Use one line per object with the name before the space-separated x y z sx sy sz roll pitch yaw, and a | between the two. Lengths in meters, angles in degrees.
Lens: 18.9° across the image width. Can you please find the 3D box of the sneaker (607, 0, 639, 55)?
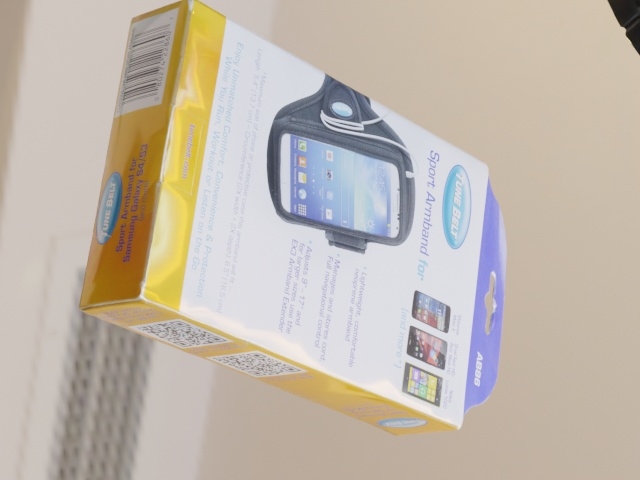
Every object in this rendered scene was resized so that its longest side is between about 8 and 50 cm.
sneaker | 0.111 -0.100 0.548 0.221 0.087 0.083 41 -46 23

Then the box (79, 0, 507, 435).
box | 0.000 0.000 0.514 0.028 0.136 0.081 -10 -116 41
